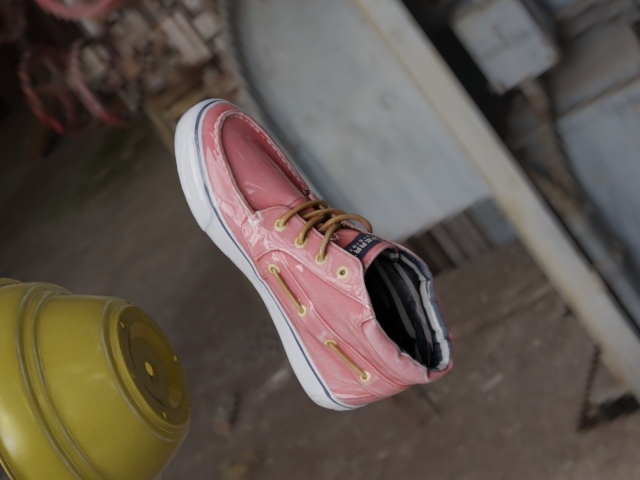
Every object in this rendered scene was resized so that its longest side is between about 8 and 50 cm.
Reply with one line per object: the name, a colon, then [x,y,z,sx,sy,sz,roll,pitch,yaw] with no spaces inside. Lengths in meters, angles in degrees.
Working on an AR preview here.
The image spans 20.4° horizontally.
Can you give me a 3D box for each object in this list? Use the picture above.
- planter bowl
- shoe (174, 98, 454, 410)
planter bowl: [-0.156,0.108,1.286,0.090,0.217,0.217,-26,20,17]
shoe: [0.000,0.000,0.887,0.081,0.178,0.063,-21,11,47]
